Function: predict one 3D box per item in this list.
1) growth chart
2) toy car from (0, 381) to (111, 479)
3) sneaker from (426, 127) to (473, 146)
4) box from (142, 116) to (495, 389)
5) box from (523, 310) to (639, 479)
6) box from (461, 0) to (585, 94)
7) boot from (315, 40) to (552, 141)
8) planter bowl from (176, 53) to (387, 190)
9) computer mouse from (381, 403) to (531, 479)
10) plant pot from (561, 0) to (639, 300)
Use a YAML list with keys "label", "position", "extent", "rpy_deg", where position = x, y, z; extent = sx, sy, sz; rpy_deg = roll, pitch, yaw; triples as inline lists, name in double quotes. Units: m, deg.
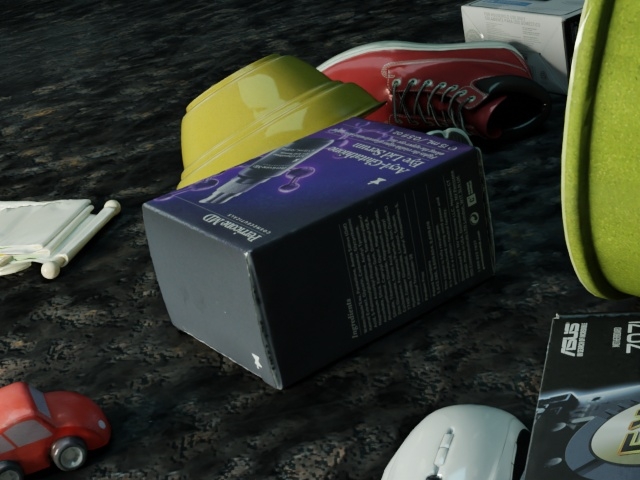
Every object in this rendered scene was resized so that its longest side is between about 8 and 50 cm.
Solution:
- label: "growth chart"
  position: [-0.315, -0.003, 1.092]
  extent: [0.237, 0.021, 0.172]
  rpy_deg: [0, 27, 25]
- label: "toy car"
  position: [-0.267, 0.154, 0.669]
  extent: [0.239, 0.053, 0.225]
  rpy_deg: [-6, 24, 13]
- label: "sneaker"
  position: [0.055, -0.061, 1.020]
  extent: [0.170, 0.068, 0.071]
  rpy_deg: [-9, 7, -15]
- label: "box"
  position: [0.000, 0.000, 0.826]
  extent: [0.207, 0.108, 0.153]
  rpy_deg: [-25, 27, -30]
- label: "box"
  position: [0.180, 0.107, 0.535]
  extent: [0.147, 0.077, 0.180]
  rpy_deg: [-4, 25, 20]
- label: "box"
  position: [0.326, -0.262, 1.292]
  extent: [0.290, 0.087, 0.169]
  rpy_deg: [-24, 26, -26]
- label: "boot"
  position: [0.101, -0.141, 1.133]
  extent: [0.244, 0.088, 0.176]
  rpy_deg: [-8, 25, 1]
- label: "planter bowl"
  position: [-0.056, -0.104, 1.001]
  extent: [0.217, 0.090, 0.217]
  rpy_deg: [-32, 2, 1]
- label: "computer mouse"
  position: [0.059, 0.127, 0.570]
  extent: [0.106, 0.042, 0.193]
  rpy_deg: [-2, 19, 24]
- label: "plant pot"
  position: [0.372, -0.088, 0.611]
  extent: [0.353, 0.366, 0.366]
  rpy_deg: [20, 37, 31]
